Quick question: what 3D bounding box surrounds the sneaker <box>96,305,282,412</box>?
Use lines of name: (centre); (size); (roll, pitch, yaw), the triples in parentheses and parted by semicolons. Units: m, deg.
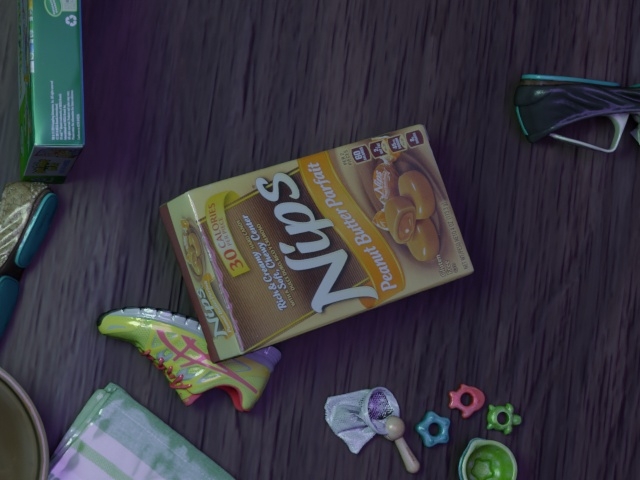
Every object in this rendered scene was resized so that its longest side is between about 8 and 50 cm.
sneaker: (-0.149, 0.131, 1.677); (0.208, 0.081, 0.094); (19, 82, -12)

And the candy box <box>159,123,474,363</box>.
candy box: (0.000, 0.000, 1.689); (0.316, 0.087, 0.183); (-18, 87, -31)

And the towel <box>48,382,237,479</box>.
towel: (-0.237, 0.351, 1.654); (0.248, 0.038, 0.325); (41, 74, -8)

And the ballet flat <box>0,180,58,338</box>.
ballet flat: (-0.352, 0.028, 1.654); (0.067, 0.073, 0.206); (19, 75, 16)

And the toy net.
toy net: (0.121, 0.210, 1.754); (0.232, 0.045, 0.122); (20, 79, -11)

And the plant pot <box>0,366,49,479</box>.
plant pot: (-0.404, 0.229, 1.586); (0.237, 0.110, 0.237); (2, 82, -14)

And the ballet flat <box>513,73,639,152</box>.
ballet flat: (0.369, -0.155, 1.843); (0.280, 0.095, 0.096); (-2, 94, -4)

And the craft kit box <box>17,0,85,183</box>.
craft kit box: (-0.284, -0.199, 1.596); (0.061, 0.246, 0.250); (-1, 83, -11)
